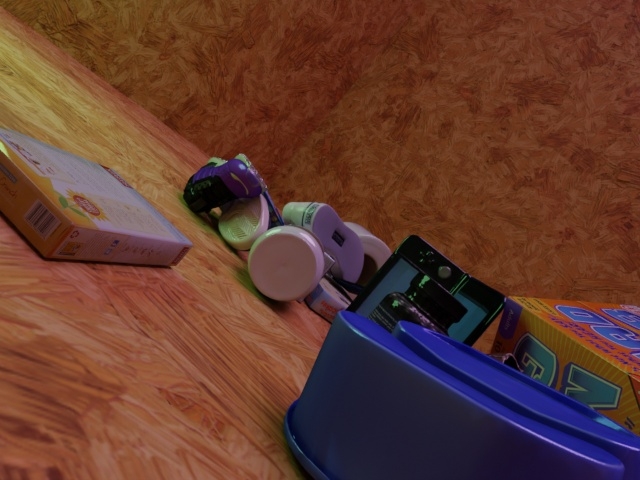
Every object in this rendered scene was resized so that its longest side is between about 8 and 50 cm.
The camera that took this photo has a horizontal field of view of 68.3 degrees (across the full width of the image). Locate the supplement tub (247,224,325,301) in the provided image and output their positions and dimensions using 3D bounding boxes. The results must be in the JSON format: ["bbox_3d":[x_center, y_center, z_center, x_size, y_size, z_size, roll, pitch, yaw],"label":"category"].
[{"bbox_3d":[-0.064,0.041,0.932,0.144,0.144,0.200,40,2,0],"label":"supplement tub"}]

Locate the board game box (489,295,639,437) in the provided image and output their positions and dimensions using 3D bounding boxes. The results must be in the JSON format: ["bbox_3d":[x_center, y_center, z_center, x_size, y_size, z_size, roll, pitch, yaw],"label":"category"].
[{"bbox_3d":[0.551,0.344,0.873,0.356,0.357,0.356,6,15,-19],"label":"board game box"}]

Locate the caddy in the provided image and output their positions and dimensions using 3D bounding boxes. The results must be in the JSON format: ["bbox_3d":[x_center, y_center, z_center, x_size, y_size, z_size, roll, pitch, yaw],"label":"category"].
[{"bbox_3d":[0.119,0.205,0.447,0.241,0.179,0.341,16,5,-43],"label":"caddy"}]

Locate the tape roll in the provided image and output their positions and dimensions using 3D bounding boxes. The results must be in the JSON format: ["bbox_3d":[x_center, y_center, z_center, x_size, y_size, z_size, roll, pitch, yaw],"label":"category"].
[{"bbox_3d":[0.099,0.076,1.555,0.246,0.246,0.169,39,4,-23],"label":"tape roll"}]

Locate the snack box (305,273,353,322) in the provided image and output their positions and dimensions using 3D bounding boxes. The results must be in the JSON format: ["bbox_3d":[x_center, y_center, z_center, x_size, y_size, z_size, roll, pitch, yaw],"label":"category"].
[{"bbox_3d":[0.009,0.137,1.272,0.187,0.060,0.322,38,3,-25],"label":"snack box"}]

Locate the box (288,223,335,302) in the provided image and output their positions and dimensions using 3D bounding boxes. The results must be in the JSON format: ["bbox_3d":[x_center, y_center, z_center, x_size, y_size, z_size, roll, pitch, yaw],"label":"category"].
[{"bbox_3d":[-0.057,0.050,1.093,0.137,0.126,0.072,40,1,-3],"label":"box"}]

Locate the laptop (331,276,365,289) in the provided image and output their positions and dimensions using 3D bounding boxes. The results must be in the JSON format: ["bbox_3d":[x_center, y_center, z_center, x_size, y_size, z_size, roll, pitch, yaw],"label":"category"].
[{"bbox_3d":[0.153,0.222,1.289,0.234,0.136,0.265,44,27,-68],"label":"laptop"}]

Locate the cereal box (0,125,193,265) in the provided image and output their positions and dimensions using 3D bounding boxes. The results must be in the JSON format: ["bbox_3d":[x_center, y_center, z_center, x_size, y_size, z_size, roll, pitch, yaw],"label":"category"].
[{"bbox_3d":[-0.269,-0.043,0.545,0.173,0.047,0.240,41,2,12],"label":"cereal box"}]

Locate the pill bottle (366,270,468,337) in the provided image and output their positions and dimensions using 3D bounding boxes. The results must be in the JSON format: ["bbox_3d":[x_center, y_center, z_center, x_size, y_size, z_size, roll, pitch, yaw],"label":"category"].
[{"bbox_3d":[0.117,0.158,0.723,0.122,0.219,0.123,40,3,-2],"label":"pill bottle"}]

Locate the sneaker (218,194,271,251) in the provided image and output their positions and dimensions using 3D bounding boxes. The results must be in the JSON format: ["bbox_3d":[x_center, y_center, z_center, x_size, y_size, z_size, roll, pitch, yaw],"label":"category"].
[{"bbox_3d":[-0.171,-0.045,1.172,0.148,0.131,0.350,56,1,-31],"label":"sneaker"}]

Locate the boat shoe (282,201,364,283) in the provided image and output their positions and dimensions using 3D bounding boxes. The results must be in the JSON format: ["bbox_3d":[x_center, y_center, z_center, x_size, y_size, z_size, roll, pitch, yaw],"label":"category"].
[{"bbox_3d":[-0.004,0.007,1.283,0.156,0.136,0.367,16,-17,32],"label":"boat shoe"}]

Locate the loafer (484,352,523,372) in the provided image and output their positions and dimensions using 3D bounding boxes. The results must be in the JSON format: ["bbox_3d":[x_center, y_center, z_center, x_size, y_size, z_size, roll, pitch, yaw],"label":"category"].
[{"bbox_3d":[0.258,0.290,0.610,0.133,0.130,0.366,38,27,-34],"label":"loafer"}]

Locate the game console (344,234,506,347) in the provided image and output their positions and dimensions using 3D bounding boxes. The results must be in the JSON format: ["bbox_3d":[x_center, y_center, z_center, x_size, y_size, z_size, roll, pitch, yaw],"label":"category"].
[{"bbox_3d":[0.189,0.155,0.982,0.250,0.293,0.173,41,3,18],"label":"game console"}]

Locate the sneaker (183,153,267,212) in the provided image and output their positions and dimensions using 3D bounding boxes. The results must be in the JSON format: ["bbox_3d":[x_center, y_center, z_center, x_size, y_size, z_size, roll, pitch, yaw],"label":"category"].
[{"bbox_3d":[-0.235,-0.115,1.086,0.293,0.146,0.102,12,-40,58],"label":"sneaker"}]

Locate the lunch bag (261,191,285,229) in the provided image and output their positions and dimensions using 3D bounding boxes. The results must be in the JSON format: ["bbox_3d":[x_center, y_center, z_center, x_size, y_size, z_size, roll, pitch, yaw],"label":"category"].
[{"bbox_3d":[-0.163,-0.043,1.476,0.293,0.138,0.221,52,-2,-19],"label":"lunch bag"}]
